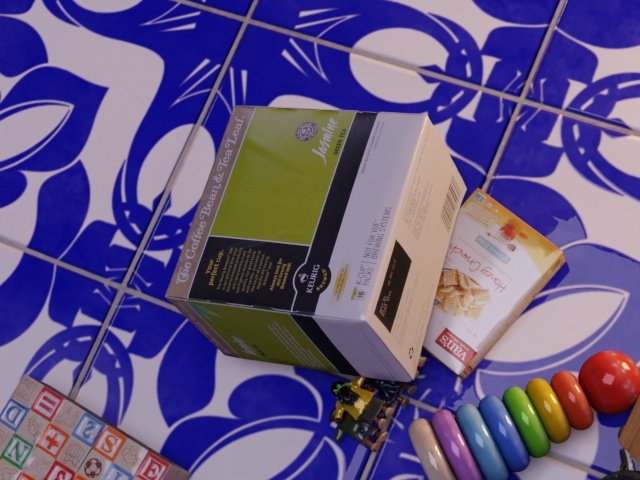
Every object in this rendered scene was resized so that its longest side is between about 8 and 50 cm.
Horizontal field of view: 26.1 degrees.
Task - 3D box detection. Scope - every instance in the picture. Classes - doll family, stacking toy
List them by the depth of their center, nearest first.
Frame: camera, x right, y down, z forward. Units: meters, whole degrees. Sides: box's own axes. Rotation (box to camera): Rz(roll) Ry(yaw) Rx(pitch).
[{"bbox_3d":[0.296,0.251,1.936,0.330,0.141,0.141,-26,67,3],"label":"stacking toy"},{"bbox_3d":[0.073,0.212,2.048,0.111,0.076,0.193,30,78,28],"label":"doll family"}]

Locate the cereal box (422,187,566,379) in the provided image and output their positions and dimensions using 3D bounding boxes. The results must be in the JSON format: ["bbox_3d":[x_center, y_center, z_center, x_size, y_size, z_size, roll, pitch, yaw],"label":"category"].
[{"bbox_3d":[0.223,0.064,2.061,0.173,0.047,0.240,39,86,25],"label":"cereal box"}]

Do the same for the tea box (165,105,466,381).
[{"bbox_3d":[0.000,0.000,2.015,0.323,0.220,0.329,7,65,26],"label":"tea box"}]

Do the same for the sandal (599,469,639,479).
[{"bbox_3d":[0.314,0.462,1.803,0.446,0.107,0.167,-45,48,34],"label":"sandal"}]

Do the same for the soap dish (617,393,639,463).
[{"bbox_3d":[0.520,0.207,1.837,0.118,0.229,0.291,21,79,39],"label":"soap dish"}]

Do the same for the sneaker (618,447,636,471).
[{"bbox_3d":[0.421,0.330,1.921,0.035,0.031,0.083,-11,69,14],"label":"sneaker"}]

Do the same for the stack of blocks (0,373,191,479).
[{"bbox_3d":[-0.371,0.354,2.123,0.297,0.087,0.171,27,82,23],"label":"stack of blocks"}]
